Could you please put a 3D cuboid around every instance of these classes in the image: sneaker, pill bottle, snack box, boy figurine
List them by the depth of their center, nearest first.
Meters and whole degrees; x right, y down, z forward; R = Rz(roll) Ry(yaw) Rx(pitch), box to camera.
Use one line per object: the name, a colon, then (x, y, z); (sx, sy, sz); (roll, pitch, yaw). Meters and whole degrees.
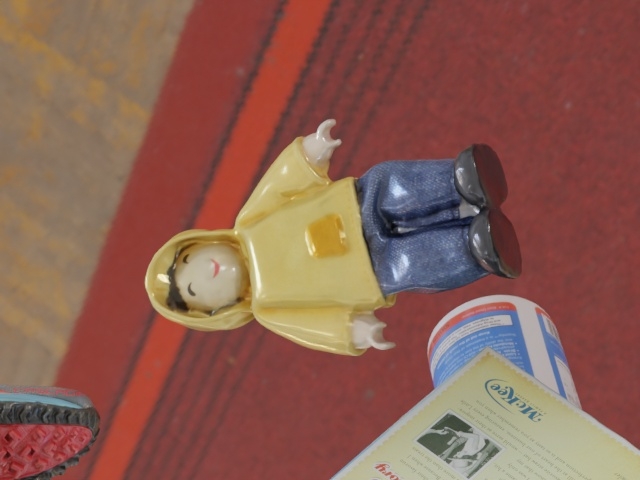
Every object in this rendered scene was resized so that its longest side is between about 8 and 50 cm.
snack box: (0.172, 0.223, 1.133); (0.322, 0.187, 0.060); (35, 149, 33)
boy figurine: (0.000, 0.000, 1.210); (0.285, 0.092, 0.177); (-11, 82, 20)
sneaker: (-0.300, 0.120, 1.247); (0.262, 0.125, 0.104); (-1, 134, -6)
pill bottle: (0.170, 0.163, 1.438); (0.124, 0.221, 0.124); (-3, 130, -4)
